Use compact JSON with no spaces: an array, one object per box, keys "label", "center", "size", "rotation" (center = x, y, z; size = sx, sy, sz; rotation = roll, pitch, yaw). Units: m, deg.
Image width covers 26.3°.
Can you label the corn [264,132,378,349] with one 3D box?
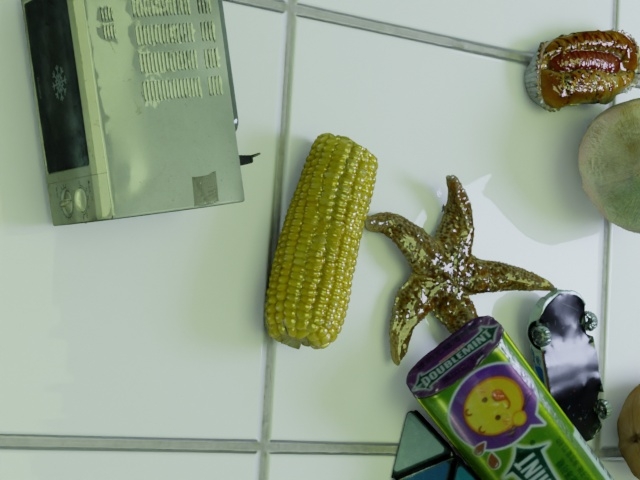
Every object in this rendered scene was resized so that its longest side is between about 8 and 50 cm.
[{"label":"corn","center":[0.000,0.000,1.525],"size":[0.093,0.093,0.244],"rotation":[20,75,-29]}]

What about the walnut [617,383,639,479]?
[{"label":"walnut","center":[0.474,0.248,1.766],"size":[0.197,0.165,0.165],"rotation":[-8,91,-31]}]

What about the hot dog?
[{"label":"hot dog","center":[0.346,-0.222,1.771],"size":[0.192,0.053,0.099],"rotation":[-13,98,-29]}]

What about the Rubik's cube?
[{"label":"Rubik's cube","center":[0.160,0.298,1.574],"size":[0.284,0.250,0.234],"rotation":[-14,75,-27]}]

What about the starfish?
[{"label":"starfish","center":[0.152,0.046,1.634],"size":[0.277,0.062,0.236],"rotation":[21,78,-26]}]

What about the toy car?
[{"label":"toy car","center":[0.308,0.161,1.725],"size":[0.095,0.056,0.205],"rotation":[-14,97,-31]}]

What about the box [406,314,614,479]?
[{"label":"box","center":[0.249,0.256,1.633],"size":[0.134,0.097,0.345],"rotation":[-38,114,-3]}]

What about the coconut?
[{"label":"coconut","center":[0.416,-0.097,1.729],"size":[0.194,0.194,0.194],"rotation":[2,86,-32]}]

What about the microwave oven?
[{"label":"microwave oven","center":[-0.185,-0.145,1.388],"size":[0.194,0.145,0.240],"rotation":[-9,92,-34]}]
